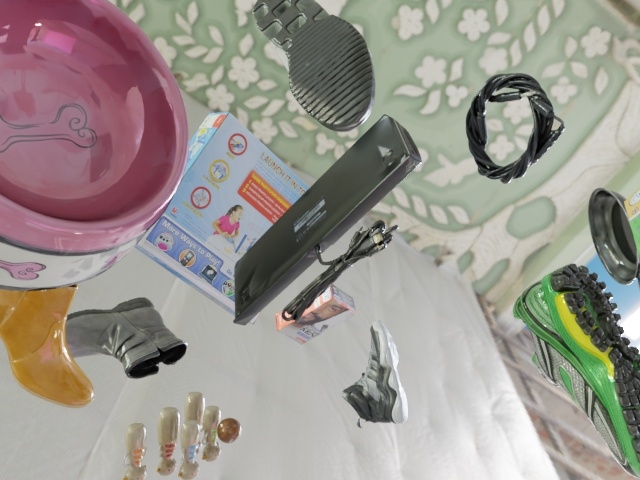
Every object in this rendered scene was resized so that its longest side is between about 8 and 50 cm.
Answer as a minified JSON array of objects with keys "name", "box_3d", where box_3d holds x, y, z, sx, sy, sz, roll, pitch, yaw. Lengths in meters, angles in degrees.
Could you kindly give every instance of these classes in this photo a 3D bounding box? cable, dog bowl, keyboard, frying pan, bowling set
[{"name":"cable","box_3d":[0.296,-0.177,0.990,0.047,0.184,0.150,-30,-107,-36]},{"name":"dog bowl","box_3d":[-0.344,-0.150,0.762,0.408,0.150,0.408,21,-119,-42]},{"name":"keyboard","box_3d":[0.000,0.000,0.736,0.033,0.317,0.201,32,-152,-29]},{"name":"frying pan","box_3d":[0.585,0.020,1.139,0.326,0.053,0.197,-100,-5,-61]},{"name":"bowling set","box_3d":[-0.276,0.453,1.327,0.199,0.154,0.287,6,-173,24]}]

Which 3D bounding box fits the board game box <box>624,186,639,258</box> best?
[{"name":"board game box","box_3d":[0.493,-0.096,0.678,0.064,0.316,0.242,38,-150,1]}]

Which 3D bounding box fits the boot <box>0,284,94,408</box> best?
[{"name":"boot","box_3d":[-0.505,0.166,1.142,0.295,0.211,0.104,40,-163,-10]}]

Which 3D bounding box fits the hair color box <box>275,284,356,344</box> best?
[{"name":"hair color box","box_3d":[-0.012,0.172,1.417,0.093,0.167,0.053,37,-151,-40]}]

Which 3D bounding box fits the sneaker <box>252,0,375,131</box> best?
[{"name":"sneaker","box_3d":[0.014,-0.253,0.906,0.146,0.122,0.330,46,-165,-49]}]

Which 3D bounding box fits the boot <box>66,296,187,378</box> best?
[{"name":"boot","box_3d":[-0.528,0.269,1.543,0.338,0.118,0.222,-22,-135,-32]}]

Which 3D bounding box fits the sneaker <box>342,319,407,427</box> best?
[{"name":"sneaker","box_3d":[0.126,0.346,1.573,0.101,0.153,0.269,46,-149,-63]}]

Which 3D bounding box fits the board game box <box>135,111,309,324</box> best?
[{"name":"board game box","box_3d":[-0.178,-0.041,1.220,0.308,0.302,0.086,42,162,-34]}]

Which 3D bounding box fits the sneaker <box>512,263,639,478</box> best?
[{"name":"sneaker","box_3d":[0.436,0.211,0.974,0.134,0.146,0.344,-17,-103,-34]}]
